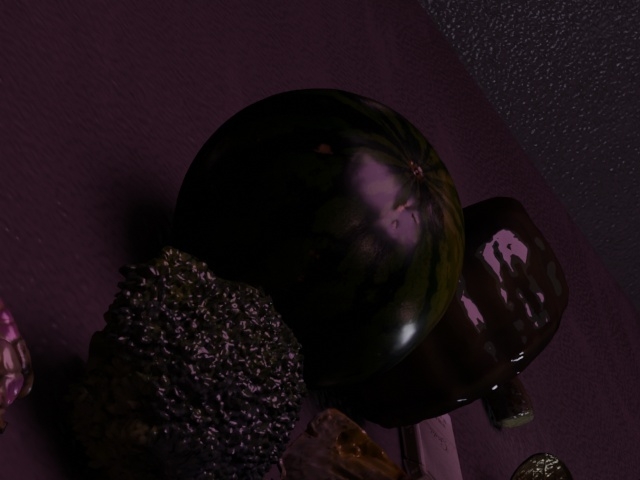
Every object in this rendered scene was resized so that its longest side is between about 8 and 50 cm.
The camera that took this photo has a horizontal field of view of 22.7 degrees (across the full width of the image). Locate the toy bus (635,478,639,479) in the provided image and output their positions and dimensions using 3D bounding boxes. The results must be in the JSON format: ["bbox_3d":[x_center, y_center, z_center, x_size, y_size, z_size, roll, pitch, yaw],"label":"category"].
[{"bbox_3d":[0.391,0.388,1.989,0.147,0.303,0.127,59,14,-21],"label":"toy bus"}]

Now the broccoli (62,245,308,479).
[{"bbox_3d":[-0.100,0.116,1.239,0.176,0.198,0.226,26,-11,-3],"label":"broccoli"}]

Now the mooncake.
[{"bbox_3d":[0.134,0.079,1.763,0.161,0.290,0.290,60,17,-9],"label":"mooncake"}]

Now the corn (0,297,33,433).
[{"bbox_3d":[-0.296,-0.016,0.971,0.335,0.127,0.126,59,17,2],"label":"corn"}]

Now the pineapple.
[{"bbox_3d":[0.023,0.247,1.305,0.114,0.186,0.236,57,40,-60],"label":"pineapple"}]

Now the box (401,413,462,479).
[{"bbox_3d":[0.133,0.251,1.923,0.109,0.029,0.198,50,19,-31],"label":"box"}]

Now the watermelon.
[{"bbox_3d":[0.000,0.000,1.515,0.285,0.285,0.285,52,19,-26],"label":"watermelon"}]

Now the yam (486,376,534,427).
[{"bbox_3d":[0.245,0.153,2.351,0.061,0.061,0.274,38,27,-52],"label":"yam"}]

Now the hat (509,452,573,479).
[{"bbox_3d":[0.266,0.349,2.111,0.146,0.067,0.146,-3,94,-42],"label":"hat"}]
